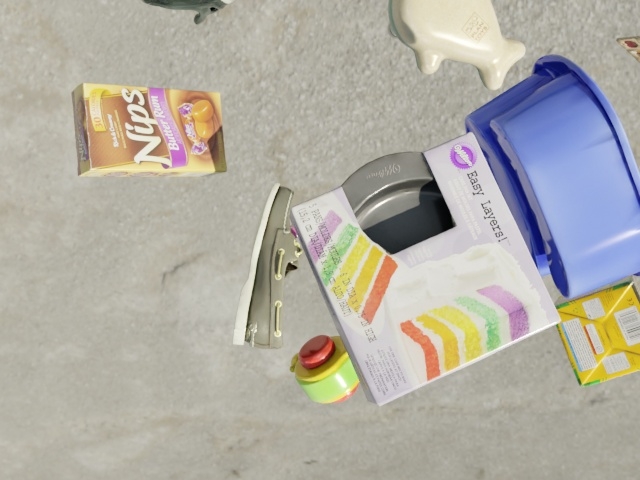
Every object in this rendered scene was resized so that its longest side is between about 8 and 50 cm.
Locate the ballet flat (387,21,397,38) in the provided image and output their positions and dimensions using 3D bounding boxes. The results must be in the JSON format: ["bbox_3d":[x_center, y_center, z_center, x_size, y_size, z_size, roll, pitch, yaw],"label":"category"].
[{"bbox_3d":[0.232,-0.570,1.893,0.068,0.072,0.213,-10,-163,-35],"label":"ballet flat"}]

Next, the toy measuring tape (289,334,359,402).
[{"bbox_3d":[0.055,0.219,1.202,0.121,0.121,0.330,32,154,-35],"label":"toy measuring tape"}]

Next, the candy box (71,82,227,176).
[{"bbox_3d":[-0.216,-0.137,0.920,0.187,0.109,0.053,-5,178,-35],"label":"candy box"}]

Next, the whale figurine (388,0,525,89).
[{"bbox_3d":[0.243,-0.394,1.311,0.272,0.216,0.141,34,-177,-20],"label":"whale figurine"}]

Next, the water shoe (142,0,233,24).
[{"bbox_3d":[-0.170,-0.280,0.753,0.080,0.073,0.203,-36,156,27],"label":"water shoe"}]

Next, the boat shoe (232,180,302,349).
[{"bbox_3d":[-0.082,0.043,1.272,0.091,0.304,0.109,12,161,-3],"label":"boat shoe"}]

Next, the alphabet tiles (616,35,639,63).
[{"bbox_3d":[0.713,-0.338,1.370,0.237,0.009,0.198,22,174,-37],"label":"alphabet tiles"}]

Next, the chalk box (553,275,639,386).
[{"bbox_3d":[0.465,0.137,1.165,0.132,0.132,0.213,-23,172,21],"label":"chalk box"}]

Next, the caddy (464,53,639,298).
[{"bbox_3d":[0.351,-0.087,1.007,0.179,0.241,0.341,-27,104,-1],"label":"caddy"}]

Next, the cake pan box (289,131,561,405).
[{"bbox_3d":[0.120,0.027,0.865,0.246,0.266,0.070,-22,175,-8],"label":"cake pan box"}]

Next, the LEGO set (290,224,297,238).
[{"bbox_3d":[0.000,0.000,1.291,0.087,0.093,0.227,52,148,-8],"label":"LEGO set"}]
